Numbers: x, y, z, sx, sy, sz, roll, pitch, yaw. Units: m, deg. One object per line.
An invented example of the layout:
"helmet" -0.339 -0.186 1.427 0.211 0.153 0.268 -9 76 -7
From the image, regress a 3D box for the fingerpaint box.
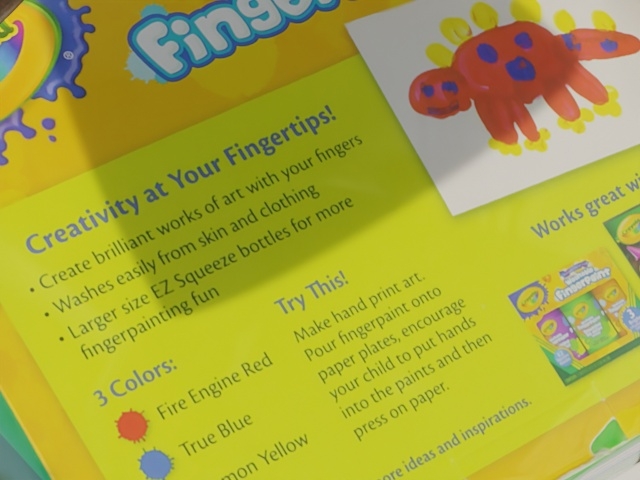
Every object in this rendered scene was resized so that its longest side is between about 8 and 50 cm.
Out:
"fingerpaint box" 0.000 0.000 1.066 0.445 0.371 0.163 -26 -15 -27

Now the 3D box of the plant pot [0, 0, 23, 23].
"plant pot" -0.197 -0.129 0.484 0.215 0.230 0.215 -41 -1 -1
